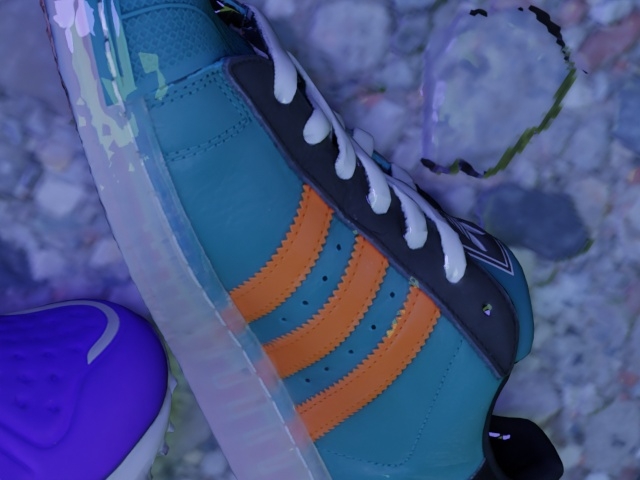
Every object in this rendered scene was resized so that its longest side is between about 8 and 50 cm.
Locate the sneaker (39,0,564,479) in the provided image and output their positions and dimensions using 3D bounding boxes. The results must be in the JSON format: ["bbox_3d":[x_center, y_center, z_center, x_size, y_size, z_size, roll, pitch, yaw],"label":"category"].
[{"bbox_3d":[0.000,0.000,0.569,0.121,0.108,0.302,-24,128,-1],"label":"sneaker"}]

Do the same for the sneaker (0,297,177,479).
[{"bbox_3d":[-0.170,0.052,0.502,0.293,0.102,0.146,-24,117,-36],"label":"sneaker"}]
